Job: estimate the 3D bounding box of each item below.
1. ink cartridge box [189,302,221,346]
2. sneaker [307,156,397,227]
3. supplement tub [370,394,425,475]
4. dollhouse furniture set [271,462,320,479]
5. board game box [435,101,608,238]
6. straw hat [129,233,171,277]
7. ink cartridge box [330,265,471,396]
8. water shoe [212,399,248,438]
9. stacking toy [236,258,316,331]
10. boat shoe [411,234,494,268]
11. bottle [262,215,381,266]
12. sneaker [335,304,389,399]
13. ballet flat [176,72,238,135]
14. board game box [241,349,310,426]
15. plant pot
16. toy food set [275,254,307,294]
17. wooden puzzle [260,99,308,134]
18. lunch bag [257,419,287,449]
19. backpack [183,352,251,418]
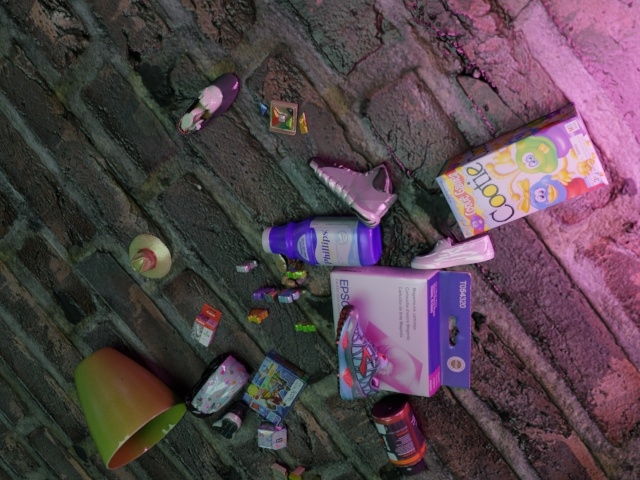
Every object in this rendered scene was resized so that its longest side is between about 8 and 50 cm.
[{"bbox_3d":[-0.326,0.240,1.636,0.062,0.029,0.115,29,120,8],"label":"ink cartridge box"},{"bbox_3d":[0.083,-0.141,1.297,0.132,0.086,0.228,-45,68,-2],"label":"sneaker"},{"bbox_3d":[0.209,0.511,1.501,0.105,0.106,0.198,-15,105,26],"label":"supplement tub"},{"bbox_3d":[-0.076,0.716,1.747,0.151,0.058,0.076,12,125,37],"label":"dollhouse furniture set"},{"bbox_3d":[0.390,-0.135,1.131,0.275,0.142,0.144,-24,102,28],"label":"board game box"},{"bbox_3d":[-0.492,0.058,1.606,0.144,0.061,0.145,8,114,19],"label":"straw hat"},{"bbox_3d":[0.195,0.222,1.405,0.329,0.071,0.325,3,112,22],"label":"ink cartridge box"},{"bbox_3d":[-0.260,0.533,1.717,0.073,0.080,0.203,39,145,-3],"label":"water shoe"},{"bbox_3d":[-0.111,0.139,1.478,0.221,0.052,0.167,4,115,33],"label":"stacking toy"},{"bbox_3d":[0.290,0.024,1.288,0.184,0.066,0.063,-10,94,27],"label":"boat shoe"},{"bbox_3d":[0.000,0.000,1.370,0.282,0.092,0.118,1,113,21],"label":"bottle"},{"bbox_3d":[0.101,0.264,1.381,0.125,0.104,0.262,-1,118,5],"label":"sneaker"},{"bbox_3d":[-0.272,-0.312,1.356,0.203,0.074,0.074,-35,97,29],"label":"ballet flat"},{"bbox_3d":[-0.129,0.421,1.634,0.136,0.035,0.201,33,120,6],"label":"board game box"},{"bbox_3d":[-0.602,0.475,1.732,0.293,0.274,0.275,45,121,16],"label":"plant pot"},{"bbox_3d":[-0.070,0.078,1.474,0.077,0.019,0.122,-5,105,23],"label":"toy food set"},{"bbox_3d":[-0.085,-0.283,1.328,0.116,0.014,0.079,7,114,19],"label":"wooden puzzle"},{"bbox_3d":[-0.140,0.573,1.695,0.083,0.053,0.071,7,116,9],"label":"lunch bag"},{"bbox_3d":[-0.287,0.409,1.641,0.115,0.152,0.182,40,108,-5],"label":"backpack"}]
